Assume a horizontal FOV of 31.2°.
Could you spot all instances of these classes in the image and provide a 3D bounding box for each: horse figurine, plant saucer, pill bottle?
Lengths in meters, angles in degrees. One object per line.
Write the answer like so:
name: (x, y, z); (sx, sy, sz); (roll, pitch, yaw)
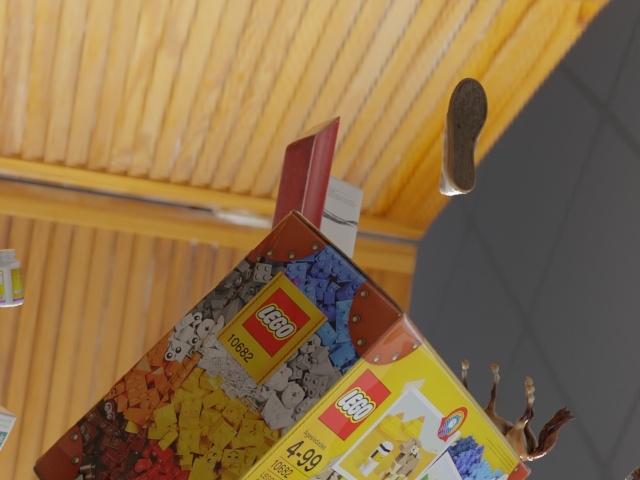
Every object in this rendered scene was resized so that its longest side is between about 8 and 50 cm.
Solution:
horse figurine: (0.312, 0.307, 1.942); (0.263, 0.066, 0.174); (15, -74, 55)
plant saucer: (-0.030, -0.054, 1.740); (0.258, 0.047, 0.259); (-54, 155, -75)
pill bottle: (-0.474, 0.056, 1.735); (0.043, 0.043, 0.083); (-150, -123, -76)

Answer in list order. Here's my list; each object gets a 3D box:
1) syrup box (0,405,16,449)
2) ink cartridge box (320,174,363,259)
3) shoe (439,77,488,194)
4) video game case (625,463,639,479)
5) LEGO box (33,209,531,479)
syrup box: (-0.430, 0.151, 1.131); (0.096, 0.237, 0.093); (-61, 163, -6)
ink cartridge box: (0.000, 0.000, 2.323); (0.158, 0.092, 0.218); (-40, -146, 52)
shoe: (0.242, -0.181, 2.004); (0.058, 0.076, 0.219); (150, -47, -63)
video game case: (0.626, 0.421, 2.072); (0.087, 0.122, 0.011); (46, -5, 29)
LEGO box: (-0.010, 0.255, 1.286); (0.372, 0.500, 0.193); (-45, -126, -3)
